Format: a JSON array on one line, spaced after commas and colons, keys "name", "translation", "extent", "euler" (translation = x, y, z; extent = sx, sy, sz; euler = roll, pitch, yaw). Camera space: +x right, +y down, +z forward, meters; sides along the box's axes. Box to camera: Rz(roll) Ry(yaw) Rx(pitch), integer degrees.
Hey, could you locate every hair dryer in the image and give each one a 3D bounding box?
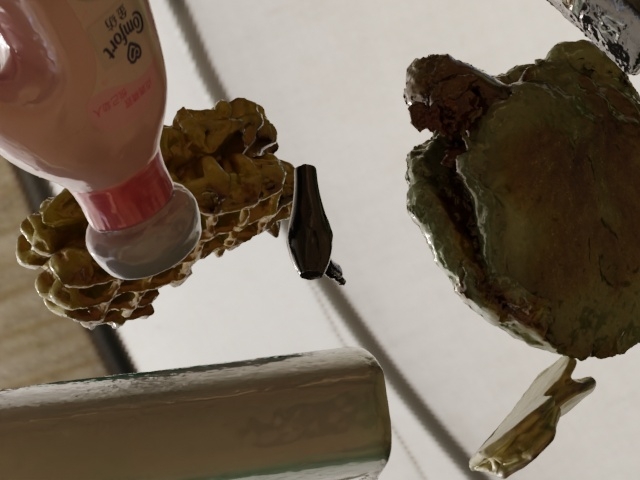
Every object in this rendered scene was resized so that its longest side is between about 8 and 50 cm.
[{"name": "hair dryer", "translation": [0.000, 0.000, 0.967], "extent": [0.083, 0.031, 0.079], "euler": [59, -155, -58]}]

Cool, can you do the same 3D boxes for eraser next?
[{"name": "eraser", "translation": [-0.104, 0.143, 1.053], "extent": [0.290, 0.189, 0.104], "euler": [-6, -93, -13]}]

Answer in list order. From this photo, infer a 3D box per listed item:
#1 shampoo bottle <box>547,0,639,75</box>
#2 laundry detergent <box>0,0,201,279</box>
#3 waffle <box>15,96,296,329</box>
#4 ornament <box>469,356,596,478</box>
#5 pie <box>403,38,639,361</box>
[{"name": "shampoo bottle", "translation": [0.154, -0.138, 0.757], "extent": [0.063, 0.207, 0.057], "euler": [-45, -15, -12]}, {"name": "laundry detergent", "translation": [-0.171, -0.123, 0.927], "extent": [0.159, 0.088, 0.335], "euler": [-40, -55, -27]}, {"name": "waffle", "translation": [-0.179, -0.027, 1.662], "extent": [0.324, 0.151, 0.261], "euler": [-36, -13, 5]}, {"name": "ornament", "translation": [0.234, 0.227, 1.733], "extent": [0.059, 0.180, 0.201], "euler": [49, -145, 5]}, {"name": "pie", "translation": [0.191, -0.031, 1.151], "extent": [0.274, 0.105, 0.257], "euler": [-10, -101, -35]}]
